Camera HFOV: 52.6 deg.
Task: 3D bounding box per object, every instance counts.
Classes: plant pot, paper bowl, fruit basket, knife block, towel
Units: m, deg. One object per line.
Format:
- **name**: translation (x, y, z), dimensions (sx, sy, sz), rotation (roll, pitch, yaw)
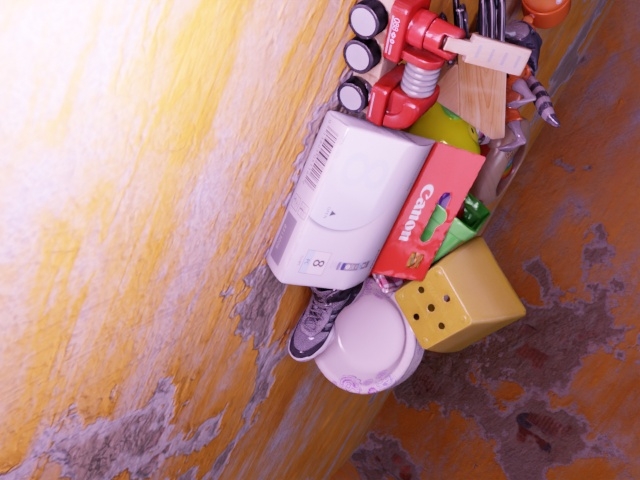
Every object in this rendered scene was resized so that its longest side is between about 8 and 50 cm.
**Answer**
- **plant pot**: translation (0.294, 0.137, 1.470), dimensions (0.212, 0.212, 0.187), rotation (-38, 162, 36)
- **paper bowl**: translation (0.125, 0.234, 1.620), dimensions (0.284, 0.284, 0.148), rotation (-61, 153, 8)
- **fruit basket**: translation (0.287, -0.146, 1.515), dimensions (0.392, 0.283, 0.392), rotation (-48, 171, -10)
- **knife block**: translation (0.340, -0.366, 1.312), dimensions (0.242, 0.275, 0.088), rotation (-44, -153, 37)
- **towel**: translation (0.131, 0.029, 1.505), dimensions (0.029, 0.197, 0.144), rotation (-30, 171, 21)

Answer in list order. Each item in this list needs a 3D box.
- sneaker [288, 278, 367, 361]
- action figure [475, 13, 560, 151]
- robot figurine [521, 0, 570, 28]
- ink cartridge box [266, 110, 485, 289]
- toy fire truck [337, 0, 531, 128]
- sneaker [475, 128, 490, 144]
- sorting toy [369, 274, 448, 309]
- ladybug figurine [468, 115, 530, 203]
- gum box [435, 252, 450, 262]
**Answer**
- **sneaker**: translation (-0.004, 0.155, 1.501), dimensions (0.268, 0.101, 0.153), rotation (-54, 153, -4)
- **action figure**: translation (0.479, -0.384, 1.565), dimensions (0.341, 0.178, 0.330), rotation (47, 43, -57)
- **robot figurine**: translation (0.588, -0.633, 1.687), dimensions (0.158, 0.128, 0.219), rotation (-18, 170, 17)
- **ink cartridge box**: translation (0.127, -0.047, 1.213), dimensions (0.385, 0.091, 0.308), rotation (10, 116, -31)
- **toy fire truck**: translation (0.178, -0.276, 1.031), dimensions (0.158, 0.246, 0.217), rotation (-43, 156, -35)
- **sneaker**: translation (0.439, -0.322, 1.825), dimensions (0.252, 0.111, 0.103), rotation (-40, 154, -42)
- **sorting toy**: translation (0.175, 0.174, 1.748), dimensions (0.089, 0.255, 0.257), rotation (7, 115, -53)
- **ladybug figurine**: translation (0.552, -0.272, 2.108), dimensions (0.305, 0.162, 0.449), rotation (-57, 162, -2)
- **gum box**: translation (0.304, 0.056, 1.961), dimensions (0.062, 0.188, 0.107), rotation (-41, 154, -41)
